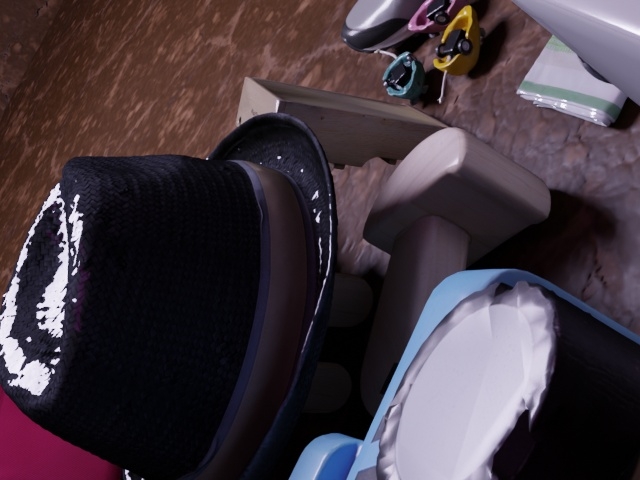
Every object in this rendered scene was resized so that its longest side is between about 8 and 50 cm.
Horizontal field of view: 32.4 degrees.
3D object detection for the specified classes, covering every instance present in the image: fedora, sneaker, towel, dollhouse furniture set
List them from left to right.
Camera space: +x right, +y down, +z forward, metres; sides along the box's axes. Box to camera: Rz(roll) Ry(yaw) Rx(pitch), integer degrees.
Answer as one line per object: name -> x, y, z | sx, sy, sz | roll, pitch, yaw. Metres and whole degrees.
fedora -> -0.123, 0.037, 0.749 | 0.334, 0.152, 0.334 | -42, 37, 42
dollhouse furniture set -> 0.000, 0.000, 0.938 | 0.212, 0.161, 0.242 | -135, 55, -62
sneaker -> 0.101, -0.297, 1.044 | 0.271, 0.108, 0.100 | -50, 31, 20
towel -> 0.219, -0.157, 0.807 | 0.152, 0.023, 0.113 | -56, 30, 1

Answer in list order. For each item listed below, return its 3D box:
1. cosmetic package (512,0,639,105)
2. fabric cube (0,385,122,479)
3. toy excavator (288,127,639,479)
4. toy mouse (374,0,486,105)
cosmetic package -> 0.256, -0.089, 0.487 | 0.155, 0.197, 0.365 | -54, 29, 10
fabric cube -> -0.347, 0.264, 1.032 | 0.254, 0.259, 0.258 | -54, 24, 39
toy excavator -> 0.078, 0.114, 0.601 | 0.433, 0.222, 0.445 | -65, 19, -13
toy mouse -> 0.101, -0.176, 1.006 | 0.143, 0.031, 0.161 | -6, 58, 57
